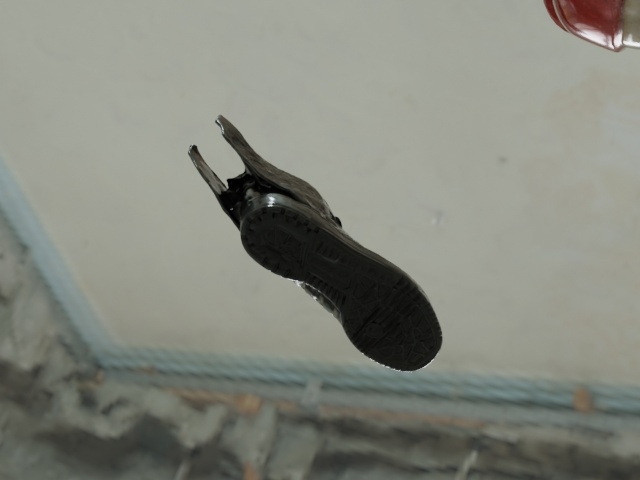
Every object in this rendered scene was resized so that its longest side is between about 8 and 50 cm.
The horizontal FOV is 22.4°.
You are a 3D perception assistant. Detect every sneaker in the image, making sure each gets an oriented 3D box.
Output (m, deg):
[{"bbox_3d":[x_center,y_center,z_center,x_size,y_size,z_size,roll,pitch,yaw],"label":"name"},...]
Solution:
[{"bbox_3d":[-0.002,0.002,0.922,0.170,0.089,0.051,38,-78,-21],"label":"sneaker"}]

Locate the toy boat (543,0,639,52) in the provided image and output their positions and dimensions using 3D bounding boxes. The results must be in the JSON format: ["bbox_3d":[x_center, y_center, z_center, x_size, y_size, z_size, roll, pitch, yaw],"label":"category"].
[{"bbox_3d":[0.101,-0.195,0.625,0.151,0.151,0.231,13,-60,15],"label":"toy boat"}]
